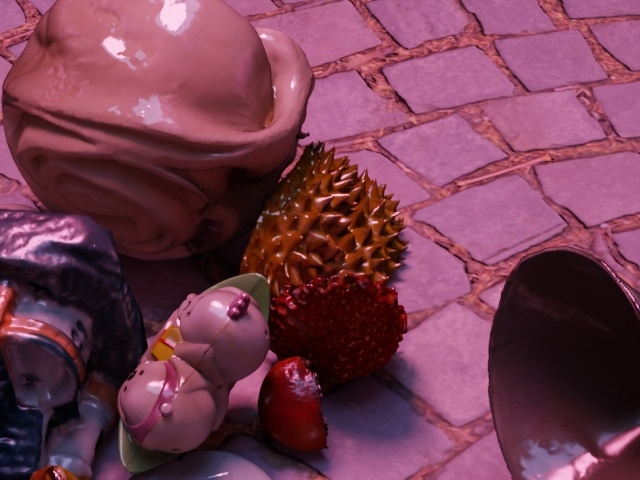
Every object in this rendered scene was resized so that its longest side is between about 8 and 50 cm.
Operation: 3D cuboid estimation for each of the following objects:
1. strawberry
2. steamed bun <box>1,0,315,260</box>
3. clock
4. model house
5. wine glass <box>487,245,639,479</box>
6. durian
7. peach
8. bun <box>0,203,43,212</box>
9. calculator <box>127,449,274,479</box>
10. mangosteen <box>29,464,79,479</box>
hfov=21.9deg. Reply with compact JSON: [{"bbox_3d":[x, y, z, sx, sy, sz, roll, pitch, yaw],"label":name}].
[{"bbox_3d":[0.004,0.096,1.668,0.167,0.208,0.087,-1,76,11],"label":"strawberry"},{"bbox_3d":[-0.185,-0.112,1.818,0.342,0.368,0.255,17,54,-12],"label":"steamed bun"},{"bbox_3d":[-0.122,0.126,1.597,0.103,0.144,0.231,33,79,1],"label":"clock"},{"bbox_3d":[-0.290,0.150,1.558,0.184,0.253,0.291,5,43,9],"label":"model house"},{"bbox_3d":[0.385,0.128,1.478,0.406,0.267,0.267,-2,33,-25],"label":"wine glass"},{"bbox_3d":[0.011,-0.006,1.855,0.186,0.154,0.261,21,45,-8],"label":"durian"},{"bbox_3d":[-0.030,0.165,1.635,0.061,0.098,0.098,-17,38,-14],"label":"peach"},{"bbox_3d":[-0.350,0.023,1.831,0.172,0.120,0.173,-1,38,1],"label":"bun"},{"bbox_3d":[-0.100,0.294,1.505,0.184,0.042,0.295,-12,36,-11],"label":"calculator"},{"bbox_3d":[-0.270,0.286,1.433,0.166,0.166,0.180,26,41,34],"label":"mangosteen"}]
